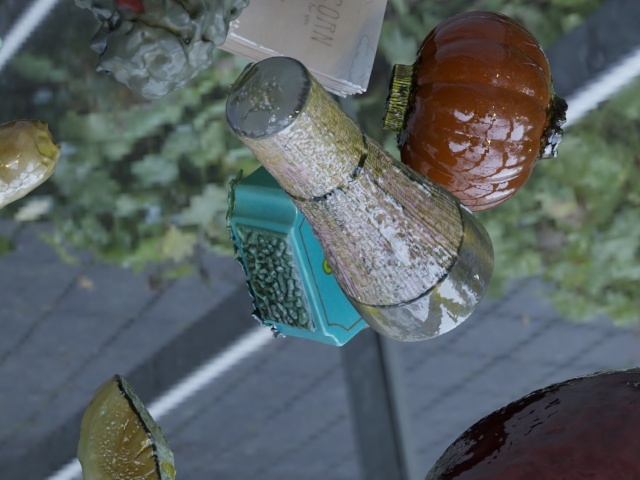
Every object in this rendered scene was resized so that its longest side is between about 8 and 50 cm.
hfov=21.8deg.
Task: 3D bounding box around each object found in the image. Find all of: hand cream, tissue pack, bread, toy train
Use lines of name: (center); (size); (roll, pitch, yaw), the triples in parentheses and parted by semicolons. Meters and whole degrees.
hand cream: (0.015, -0.023, 0.839); (0.084, 0.084, 0.203); (-19, 146, 20)
tissue pack: (-0.068, -0.293, 1.902); (0.325, 0.170, 0.071); (18, 168, -33)
bread: (-0.199, 0.226, 1.701); (0.094, 0.157, 0.083); (-36, 167, -5)
toy train: (0.000, 0.000, 1.676); (0.112, 0.203, 0.163); (6, -145, 43)

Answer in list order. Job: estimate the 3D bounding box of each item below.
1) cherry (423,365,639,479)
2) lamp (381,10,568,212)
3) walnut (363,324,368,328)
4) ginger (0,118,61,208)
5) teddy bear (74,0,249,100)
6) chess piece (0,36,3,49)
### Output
cherry: (0.147, 0.157, 0.665); (0.300, 0.203, 0.230); (34, 139, -29)
lamp: (0.169, -0.141, 1.823); (0.196, 0.223, 0.223); (10, 153, -3)
walnut: (0.021, 0.001, 1.896); (0.224, 0.224, 0.224); (-7, 155, -3)
ginger: (-0.256, 0.010, 0.867); (0.118, 0.065, 0.299); (-26, -171, 39)
teddy bear: (-0.194, -0.371, 1.606); (0.224, 0.367, 0.357); (-32, 150, -52)
chess piece: (-0.246, -0.182, 1.232); (0.042, 0.093, 0.042); (12, 167, 3)
